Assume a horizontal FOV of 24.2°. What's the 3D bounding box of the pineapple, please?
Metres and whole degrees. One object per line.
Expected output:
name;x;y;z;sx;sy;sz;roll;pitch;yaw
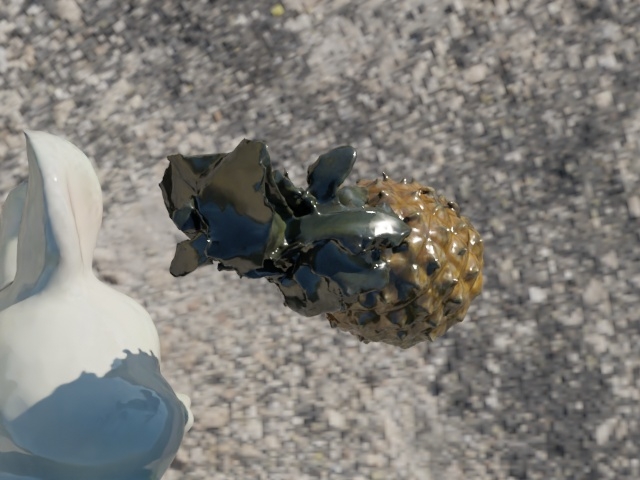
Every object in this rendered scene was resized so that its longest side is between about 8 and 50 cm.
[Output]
pineapple;0.000;0.000;0.869;0.237;0.119;0.111;21;33;-54

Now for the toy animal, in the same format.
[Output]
toy animal;-0.209;0.123;0.999;0.241;0.196;0.367;20;74;-17
